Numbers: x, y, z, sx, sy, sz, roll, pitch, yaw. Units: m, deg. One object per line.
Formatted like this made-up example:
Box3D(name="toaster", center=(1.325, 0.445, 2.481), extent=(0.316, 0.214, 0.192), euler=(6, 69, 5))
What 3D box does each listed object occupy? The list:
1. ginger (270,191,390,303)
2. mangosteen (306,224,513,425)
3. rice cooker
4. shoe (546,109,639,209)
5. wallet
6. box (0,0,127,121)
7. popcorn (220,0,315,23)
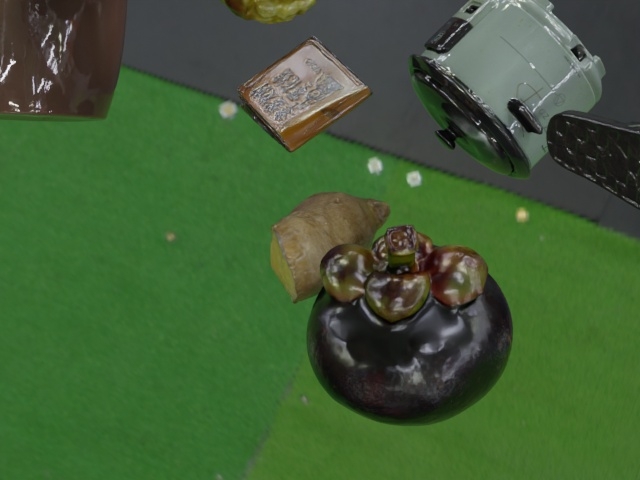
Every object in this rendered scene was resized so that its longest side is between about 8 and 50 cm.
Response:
Box3D(name="ginger", center=(0.000, 0.000, 1.976), extent=(0.190, 0.354, 0.126), euler=(-14, 103, 20))
Box3D(name="mangosteen", center=(0.115, 0.099, 1.747), extent=(0.275, 0.302, 0.275), euler=(-4, 41, 3))
Box3D(name="rice cooker", center=(0.253, -0.217, 1.881), extent=(0.227, 0.241, 0.280), euler=(-44, 27, -2))
Box3D(name="shoe", center=(0.276, -0.076, 1.168), extent=(0.049, 0.071, 0.179), euler=(-17, 29, -28))
Box3D(name="wallet", center=(-0.031, -0.225, 2.035), extent=(0.161, 0.042, 0.195), euler=(-37, 41, -3))
Box3D(name="box", center=(-0.441, -0.289, 2.006), extent=(0.301, 0.301, 0.216), euler=(1, 94, 11))
Box3D(name="popcorn", center=(-0.079, -0.394, 1.767), extent=(0.169, 0.189, 0.218), euler=(-25, 87, -1))
